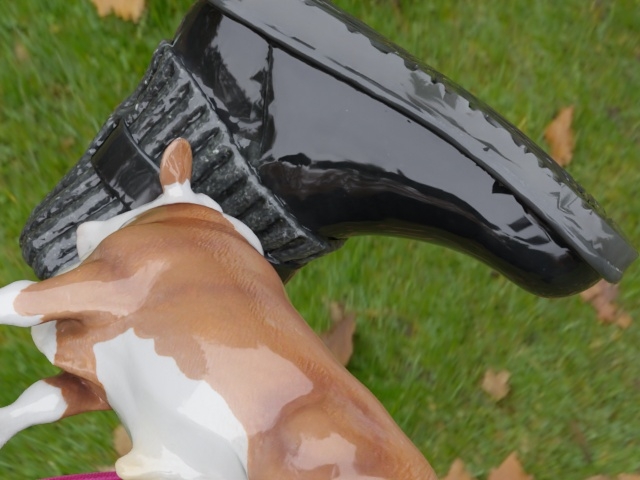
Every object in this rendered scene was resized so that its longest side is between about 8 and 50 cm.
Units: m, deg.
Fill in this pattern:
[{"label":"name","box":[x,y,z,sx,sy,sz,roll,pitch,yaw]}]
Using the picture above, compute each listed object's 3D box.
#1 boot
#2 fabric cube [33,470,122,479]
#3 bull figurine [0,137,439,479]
[{"label":"boot","box":[0.000,-0.001,1.117,0.348,0.131,0.260,35,100,14]},{"label":"fabric cube","box":[-0.074,0.307,0.968,0.258,0.254,0.259,46,119,36]},{"label":"bull figurine","box":[-0.069,0.065,0.795,0.188,0.101,0.310,-19,40,-29]}]
